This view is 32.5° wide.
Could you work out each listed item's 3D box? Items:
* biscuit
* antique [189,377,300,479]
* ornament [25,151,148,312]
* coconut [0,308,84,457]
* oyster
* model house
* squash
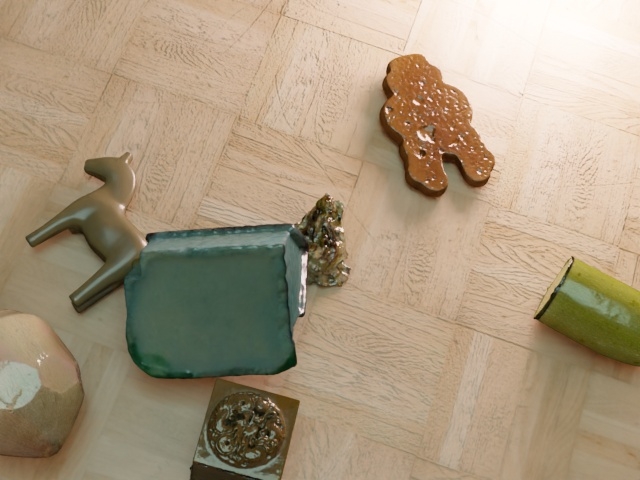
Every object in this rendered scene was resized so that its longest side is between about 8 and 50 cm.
[{"bbox_3d":[0.208,-0.220,2.068,0.186,0.044,0.295,-11,68,-15],"label":"biscuit"},{"bbox_3d":[-0.119,0.316,1.728,0.146,0.148,0.152,15,62,-2],"label":"antique"},{"bbox_3d":[-0.382,-0.030,1.901,0.245,0.061,0.230,-36,72,-19],"label":"ornament"},{"bbox_3d":[-0.470,0.230,1.693,0.224,0.224,0.234,-31,60,-18],"label":"coconut"},{"bbox_3d":[-0.003,0.001,1.939,0.108,0.053,0.166,-4,73,3],"label":"oyster"},{"bbox_3d":[-0.164,0.078,1.829,0.280,0.249,0.230,-2,105,5],"label":"model house"},{"bbox_3d":[0.505,0.139,1.888,0.247,0.132,0.132,29,66,6],"label":"squash"}]
